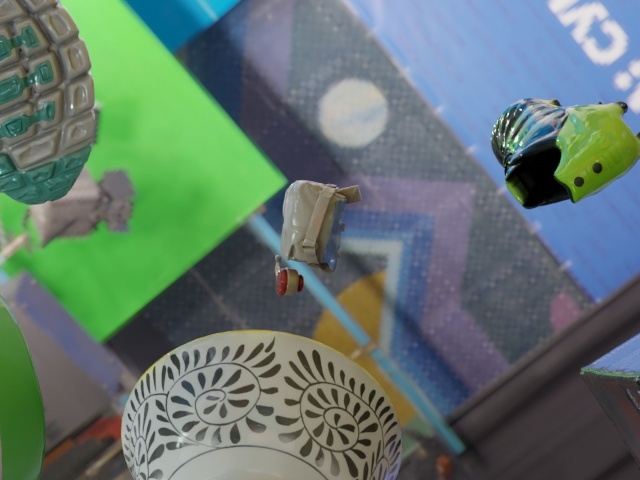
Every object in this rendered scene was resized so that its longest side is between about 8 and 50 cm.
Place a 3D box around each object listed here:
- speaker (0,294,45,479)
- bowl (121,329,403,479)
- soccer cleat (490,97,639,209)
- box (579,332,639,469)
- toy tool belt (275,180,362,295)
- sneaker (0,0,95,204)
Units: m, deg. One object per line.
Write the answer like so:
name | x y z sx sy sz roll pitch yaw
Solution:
speaker | -0.261 0.092 0.519 0.296 0.131 0.131 -13 -123 -37
bowl | -0.037 0.142 0.792 0.170 0.170 0.080 47 -157 -23
soccer cleat | 0.139 -0.053 0.876 0.060 0.072 0.179 53 170 -11
box | 0.295 0.049 0.777 0.103 0.261 0.184 59 180 2
toy tool belt | 0.000 0.000 0.958 0.051 0.083 0.052 7 -173 -15
sneaker | -0.135 -0.099 0.591 0.076 0.065 0.166 -122 19 -80
